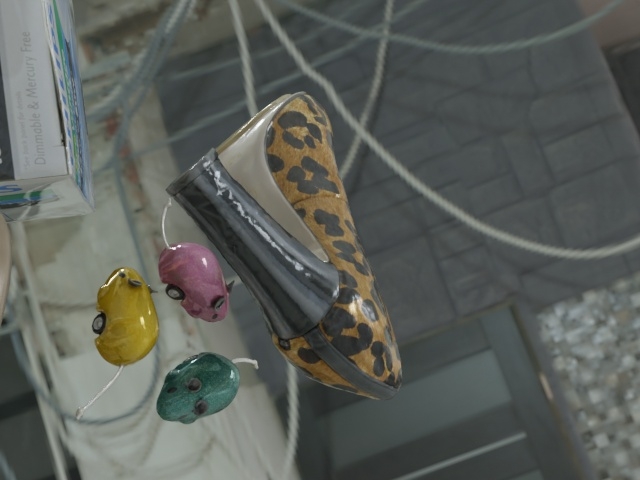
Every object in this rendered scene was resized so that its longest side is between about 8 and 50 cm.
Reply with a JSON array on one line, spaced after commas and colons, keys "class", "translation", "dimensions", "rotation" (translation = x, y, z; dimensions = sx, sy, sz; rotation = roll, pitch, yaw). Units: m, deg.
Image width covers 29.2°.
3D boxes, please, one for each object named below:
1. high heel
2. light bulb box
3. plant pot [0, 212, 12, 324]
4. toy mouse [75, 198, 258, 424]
[{"class": "high heel", "translation": [0.000, 0.000, 0.830], "dimensions": [0.093, 0.186, 0.261], "rotation": [-38, 6, 20]}, {"class": "light bulb box", "translation": [-0.373, -0.203, 1.277], "dimensions": [0.225, 0.358, 0.361], "rotation": [-7, -2, -7]}, {"class": "plant pot", "translation": [-0.189, 0.029, 0.455], "dimensions": [0.110, 0.237, 0.237], "rotation": [22, -35, -27]}, {"class": "toy mouse", "translation": [-0.078, 0.056, 0.774], "dimensions": [0.031, 0.161, 0.143], "rotation": [-18, -36, 36]}]
